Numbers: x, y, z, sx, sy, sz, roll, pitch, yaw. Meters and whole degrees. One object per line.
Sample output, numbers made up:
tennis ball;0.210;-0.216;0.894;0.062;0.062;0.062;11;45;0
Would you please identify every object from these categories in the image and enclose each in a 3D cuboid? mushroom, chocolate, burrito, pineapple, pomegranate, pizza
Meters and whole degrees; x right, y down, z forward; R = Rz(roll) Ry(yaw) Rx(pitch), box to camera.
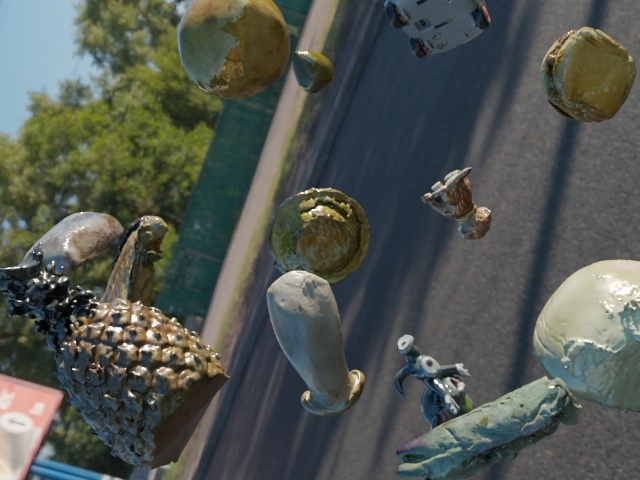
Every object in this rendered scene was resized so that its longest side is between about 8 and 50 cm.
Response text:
mushroom;-0.008;0.141;1.190;0.097;0.212;0.088;-32;13;-36
chocolate;-0.655;0.001;2.243;0.303;0.185;0.100;-56;-43;-60
burrito;0.261;0.311;1.352;0.066;0.309;0.096;31;-147;-62
pineapple;-0.309;0.150;1.209;0.202;0.362;0.202;-49;-9;-10
pomegranate;-0.196;-0.445;1.927;0.260;0.261;0.260;-162;90;-81
pizza;-0.411;0.098;1.880;0.435;0.080;0.391;-116;41;-55

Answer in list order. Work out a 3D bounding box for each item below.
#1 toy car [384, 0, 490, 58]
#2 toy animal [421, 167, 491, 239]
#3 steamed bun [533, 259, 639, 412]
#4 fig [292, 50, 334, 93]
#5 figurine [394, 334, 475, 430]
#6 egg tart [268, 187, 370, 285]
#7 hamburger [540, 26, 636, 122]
toy car;0.248;-0.553;1.881;0.181;0.270;0.212;-21;60;24
toy animal;0.379;-0.089;2.171;0.104;0.185;0.184;-41;4;-31
steamed bun;0.575;0.155;1.605;0.312;0.334;0.232;-120;33;-65
fig;-0.017;-0.319;1.590;0.074;0.088;0.074;-42;16;15
figurine;0.257;0.344;1.926;0.140;0.265;0.193;-48;10;17
egg tart;0.000;0.000;1.927;0.106;0.241;0.240;-117;45;-73
hamburger;0.594;-0.370;1.895;0.108;0.214;0.213;-173;100;-73
